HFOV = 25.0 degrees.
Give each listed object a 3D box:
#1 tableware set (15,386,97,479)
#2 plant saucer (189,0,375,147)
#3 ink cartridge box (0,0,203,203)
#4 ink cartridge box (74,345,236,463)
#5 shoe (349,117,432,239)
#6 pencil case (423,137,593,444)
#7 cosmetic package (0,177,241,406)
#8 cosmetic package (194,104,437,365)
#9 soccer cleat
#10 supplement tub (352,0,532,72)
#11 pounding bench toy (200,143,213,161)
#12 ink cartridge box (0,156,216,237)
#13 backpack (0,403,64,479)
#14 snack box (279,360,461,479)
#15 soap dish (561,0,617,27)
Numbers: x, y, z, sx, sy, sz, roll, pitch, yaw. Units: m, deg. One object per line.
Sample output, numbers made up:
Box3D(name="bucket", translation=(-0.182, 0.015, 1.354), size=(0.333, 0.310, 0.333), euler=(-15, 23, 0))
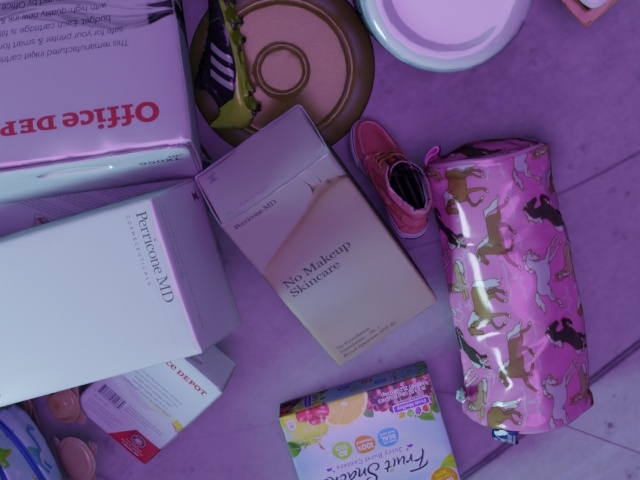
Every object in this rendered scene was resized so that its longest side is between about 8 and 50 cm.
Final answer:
Box3D(name="tableware set", translation=(-0.359, 0.250, 1.895), size=(0.169, 0.020, 0.141), euler=(-3, 104, 33))
Box3D(name="plant saucer", translation=(-0.049, -0.219, 1.843), size=(0.241, 0.037, 0.241), euler=(0, 100, -2))
Box3D(name="ink cartridge box", translation=(-0.306, -0.258, 1.700), size=(0.286, 0.166, 0.394), euler=(-8, 78, 0))
Box3D(name="ink cartridge box", translation=(-0.213, 0.187, 1.868), size=(0.127, 0.072, 0.175), euler=(42, 119, -8))
Box3D(name="shoe", translation=(0.091, -0.092, 1.811), size=(0.063, 0.081, 0.178), euler=(-19, 68, -14))
Box3D(name="pencil case", translation=(0.237, 0.056, 1.843), size=(0.167, 0.160, 0.386), euler=(-16, 102, -27))
Box3D(name="cosmetic package", translation=(-0.303, 0.072, 1.728), size=(0.366, 0.155, 0.197), euler=(-17, 95, 19))
Box3D(name="cosmetic package", translation=(0.000, 0.000, 1.774), size=(0.160, 0.113, 0.309), euler=(-35, 133, 5))
Box3D(name="soccer cleat", translation=(-0.126, -0.224, 1.794), size=(0.072, 0.060, 0.178), euler=(-8, 101, 14))
Box3D(name="supplement tub", translation=(0.133, -0.302, 1.690), size=(0.194, 0.316, 0.193), euler=(0, 101, -1))
Box3D(name="pounding bench toy", translation=(-0.168, -0.083, 1.841), size=(0.065, 0.083, 0.052), euler=(-34, 100, 3))
Box3D(name="ink cartridge box", translation=(-0.285, -0.034, 1.841), size=(0.275, 0.060, 0.239), euler=(20, 125, 5))
Box3D(name="backpack", translation=(-0.446, 0.369, 1.848), size=(0.290, 0.273, 0.355), euler=(-8, 88, 29))
Box3D(name="snack box", translation=(0.068, 0.276, 1.922), size=(0.207, 0.070, 0.174), euler=(-16, 100, 3))
Box3D(name="soap dish", translation=(0.356, -0.444, 1.769), size=(0.291, 0.118, 0.229), euler=(-42, 99, 7))
